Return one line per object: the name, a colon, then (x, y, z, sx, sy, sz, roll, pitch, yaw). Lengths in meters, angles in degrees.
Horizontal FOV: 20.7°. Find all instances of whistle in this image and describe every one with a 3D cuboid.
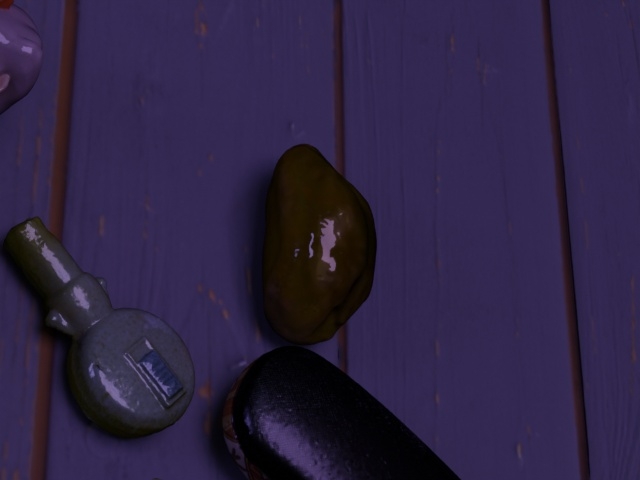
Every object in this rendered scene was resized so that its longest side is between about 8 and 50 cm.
whistle: (-0.173, 0.064, 1.366, 0.198, 0.057, 0.104, 55, 45, -3)

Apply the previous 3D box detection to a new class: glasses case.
glasses case: (0.050, 0.218, 1.448, 0.321, 0.082, 0.122, 45, 48, -13)

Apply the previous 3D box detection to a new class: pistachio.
pistachio: (0.000, -0.003, 1.514, 0.100, 0.110, 0.189, 5, 60, -2)

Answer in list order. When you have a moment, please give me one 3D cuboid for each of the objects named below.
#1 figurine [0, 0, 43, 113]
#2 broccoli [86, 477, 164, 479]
figurine: (-0.279, -0.119, 1.344, 0.112, 0.137, 0.229, 49, 39, -54)
broccoli: (-0.175, 0.235, 1.181, 0.245, 0.288, 0.248, 39, 84, 3)
